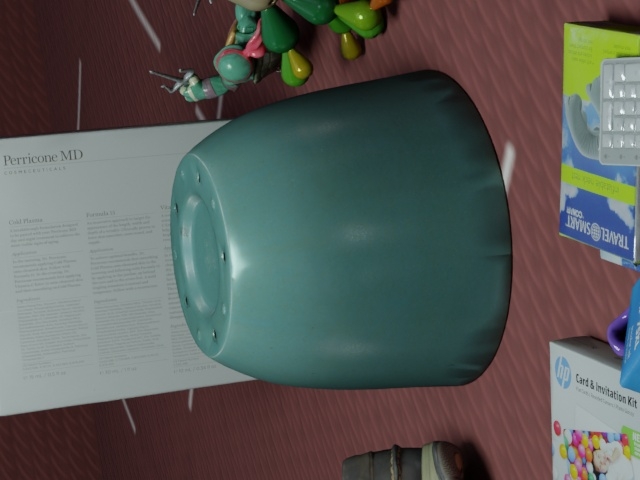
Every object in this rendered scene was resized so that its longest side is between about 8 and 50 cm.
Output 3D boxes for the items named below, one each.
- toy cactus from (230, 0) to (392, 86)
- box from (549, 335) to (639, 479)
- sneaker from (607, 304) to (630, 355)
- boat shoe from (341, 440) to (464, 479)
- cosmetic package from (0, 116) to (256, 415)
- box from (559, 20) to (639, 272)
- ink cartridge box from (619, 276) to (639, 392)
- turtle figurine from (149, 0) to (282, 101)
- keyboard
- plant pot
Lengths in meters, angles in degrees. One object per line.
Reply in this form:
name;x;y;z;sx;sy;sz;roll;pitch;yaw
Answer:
toy cactus;-0.020;-0.241;1.539;0.219;0.180;0.112;127;153;-55
box;0.221;0.177;1.200;0.145;0.038;0.186;-157;63;-66
sneaker;0.242;0.046;1.057;0.170;0.071;0.068;125;134;-60
boat shoe;0.058;0.347;1.509;0.132;0.130;0.355;-69;-17;-75
cosmetic package;-0.182;0.017;1.741;0.097;0.377;0.284;-165;70;-67
box;0.212;-0.062;1.148;0.109;0.042;0.178;-151;58;-66
ink cartridge box;0.267;0.013;0.869;0.231;0.134;0.078;111;177;-53
turtle figurine;-0.088;-0.214;1.709;0.175;0.118;0.234;-65;-2;28
keyboard;0.258;-0.079;0.994;0.256;0.014;0.072;7;104;58
plant pot;0.000;0.000;1.456;0.293;0.235;0.293;174;90;-69
